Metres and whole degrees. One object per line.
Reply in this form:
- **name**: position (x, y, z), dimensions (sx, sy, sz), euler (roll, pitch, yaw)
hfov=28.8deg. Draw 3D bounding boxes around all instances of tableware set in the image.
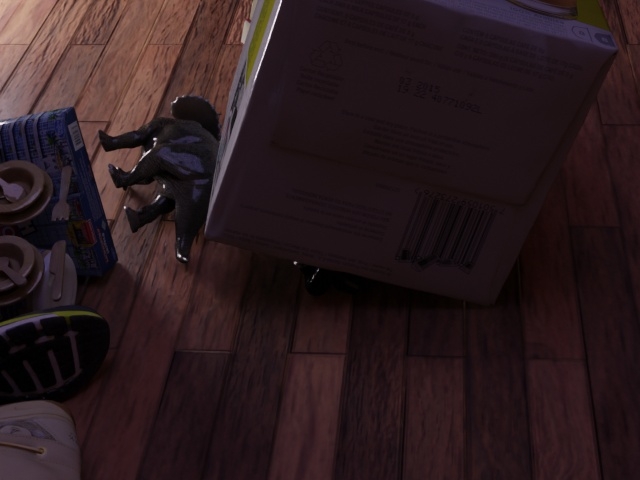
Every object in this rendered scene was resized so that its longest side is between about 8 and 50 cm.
- **tableware set**: position (-0.339, -0.016, 1.338), dimensions (0.128, 0.039, 0.194), euler (-6, 52, 3)

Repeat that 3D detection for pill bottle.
- **pill bottle**: position (-0.365, 0.050, 1.377), dimensions (0.169, 0.094, 0.094), euler (5, 35, 12)

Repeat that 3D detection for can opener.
- **can opener**: position (0.000, 0.000, 1.463), dimensions (0.059, 0.073, 0.186), euler (-42, 32, 21)

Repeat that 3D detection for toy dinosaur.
- **toy dinosaur**: position (-0.179, -0.095, 1.555), dimensions (0.160, 0.121, 0.313), euler (-21, 32, -3)

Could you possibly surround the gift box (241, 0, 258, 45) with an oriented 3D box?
- **gift box**: position (0.061, -0.308, 1.735), dimensions (0.255, 0.258, 0.276), euler (-27, 61, -33)

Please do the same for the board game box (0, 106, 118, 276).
- **board game box**: position (-0.359, -0.042, 1.460), dimensions (0.194, 0.194, 0.060), euler (-10, 16, 14)

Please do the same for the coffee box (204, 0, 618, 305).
- **coffee box**: position (0.085, -0.185, 1.400), dimensions (0.337, 0.338, 0.334), euler (14, 34, -9)

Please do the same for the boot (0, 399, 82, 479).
- **boot**: position (-0.327, 0.250, 1.091), dimensions (0.262, 0.095, 0.203), euler (-10, 36, -18)

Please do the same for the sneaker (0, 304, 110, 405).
- **sneaker**: position (-0.366, 0.116, 1.276), dimensions (0.300, 0.111, 0.121), euler (-12, 32, -16)
